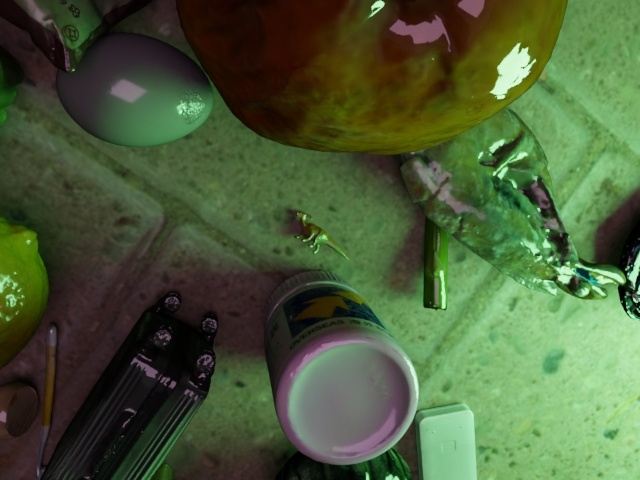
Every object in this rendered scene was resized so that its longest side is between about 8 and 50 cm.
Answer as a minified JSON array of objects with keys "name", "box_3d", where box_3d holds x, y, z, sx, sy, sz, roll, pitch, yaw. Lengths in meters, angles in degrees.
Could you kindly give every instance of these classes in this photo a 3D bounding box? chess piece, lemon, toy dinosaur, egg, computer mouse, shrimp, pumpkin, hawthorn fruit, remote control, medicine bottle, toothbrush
[{"name":"chess piece","box_3d":[-0.460,0.253,0.907,0.038,0.083,0.083,6,103,10]},{"name":"lemon","box_3d":[-0.490,0.073,0.779,0.267,0.267,0.267,-2,103,-9]},{"name":"toy dinosaur","box_3d":[-0.003,0.002,0.949,0.113,0.026,0.041,46,76,-7]},{"name":"egg","box_3d":[-0.242,-0.196,0.804,0.199,0.146,0.146,4,103,-21]},{"name":"computer mouse","box_3d":[0.571,0.023,1.021,0.146,0.077,0.241,25,95,-14]},{"name":"shrimp","box_3d":[0.304,-0.057,0.955,0.446,0.110,0.221,41,78,-14]},{"name":"pumpkin","box_3d":[0.036,0.435,0.969,0.250,0.216,0.250,-8,138,-7]},{"name":"hawthorn fruit","box_3d":[0.052,-0.307,0.680,0.472,0.472,0.471,-2,103,-9]},{"name":"remote control","box_3d":[0.226,0.412,1.080,0.103,0.034,0.250,-9,104,-7]},{"name":"medicine bottle","box_3d":[0.012,0.159,0.852,0.178,0.290,0.178,-2,104,-9]},{"name":"toothbrush","box_3d":[-0.424,0.266,0.949,0.024,0.021,0.288,5,103,-21]}]

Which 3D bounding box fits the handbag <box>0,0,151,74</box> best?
[{"name":"handbag","box_3d":[-0.327,-0.321,0.723,0.213,0.235,0.127,33,134,-12]}]

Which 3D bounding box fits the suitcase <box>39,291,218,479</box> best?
[{"name":"suitcase","box_3d":[-0.266,0.243,0.875,0.128,0.202,0.312,34,95,-15]}]

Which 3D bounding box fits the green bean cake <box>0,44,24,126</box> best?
[{"name":"green bean cake","box_3d":[-0.528,-0.197,0.772,0.248,0.125,0.222,27,99,-12]}]

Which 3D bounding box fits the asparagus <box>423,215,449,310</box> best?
[{"name":"asparagus","box_3d":[0.186,0.024,0.981,0.045,0.041,0.178,2,89,-44]}]

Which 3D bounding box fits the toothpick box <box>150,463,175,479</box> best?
[{"name":"toothpick box","box_3d":[-0.287,0.482,0.872,0.188,0.308,0.190,-11,104,-6]}]
